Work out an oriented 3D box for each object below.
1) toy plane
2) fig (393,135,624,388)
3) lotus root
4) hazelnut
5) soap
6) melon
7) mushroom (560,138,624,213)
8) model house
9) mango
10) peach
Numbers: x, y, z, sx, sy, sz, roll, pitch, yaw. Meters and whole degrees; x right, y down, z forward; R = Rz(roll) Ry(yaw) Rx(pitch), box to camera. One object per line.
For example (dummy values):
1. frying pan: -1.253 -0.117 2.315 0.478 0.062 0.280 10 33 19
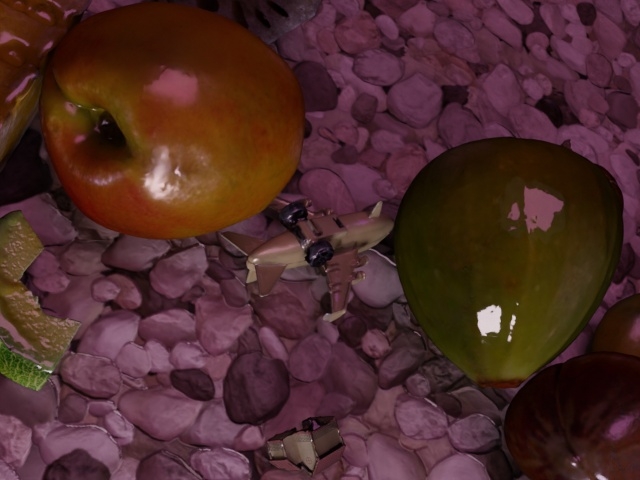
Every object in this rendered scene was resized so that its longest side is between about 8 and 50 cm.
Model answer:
1. toy plane: 0.000 0.000 1.441 0.244 0.092 0.229 -19 57 -27
2. fig: 0.237 0.032 1.408 0.316 0.316 0.316 10 59 -17
3. lotus root: -0.105 -0.410 1.542 0.272 0.272 0.192 29 45 -5
4. hazelnut: 0.338 0.245 1.361 0.229 0.229 0.230 10 59 -17
5. soap: -0.490 -0.251 1.335 0.335 0.156 0.293 25 53 -8
6. melon: -0.352 0.068 1.270 0.118 0.064 0.210 -25 76 -37
7. mushroom: 0.394 -0.073 1.654 0.135 0.080 0.171 -3 66 -35
8. model house: -0.016 0.251 1.317 0.083 0.057 0.058 -22 98 -51
9. mango: 0.485 0.134 1.548 0.237 0.091 0.137 -16 99 -17
10. peach: -0.171 -0.149 1.342 0.332 0.308 0.308 -22 71 -49
